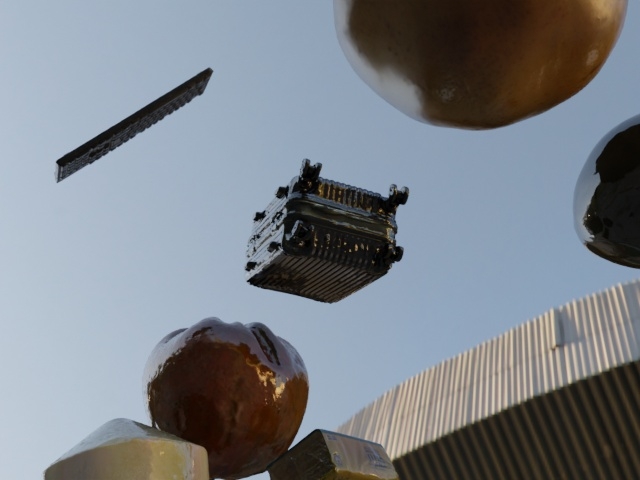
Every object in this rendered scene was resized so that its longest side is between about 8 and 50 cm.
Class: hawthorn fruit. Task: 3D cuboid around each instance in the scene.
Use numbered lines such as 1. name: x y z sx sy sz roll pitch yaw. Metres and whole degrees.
1. hawthorn fruit: -0.156 0.279 1.367 0.276 0.277 0.298 7 -106 9

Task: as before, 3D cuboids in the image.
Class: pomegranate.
1. pomegranate: 0.216 -0.340 1.175 0.416 0.417 0.417 5 -64 10

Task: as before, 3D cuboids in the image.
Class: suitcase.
1. suitcase: 0.000 0.000 0.584 0.086 0.059 0.126 15 -21 -16

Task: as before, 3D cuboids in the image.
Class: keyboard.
1. keyboard: -0.309 -0.193 1.409 0.018 0.309 0.101 53 -24 -1

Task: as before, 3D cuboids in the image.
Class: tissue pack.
1. tissue pack: 0.021 0.352 1.258 0.120 0.082 0.169 -40 -40 19

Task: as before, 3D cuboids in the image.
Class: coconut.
1. coconut: -0.259 0.357 1.122 0.239 0.244 0.239 -6 -29 -4

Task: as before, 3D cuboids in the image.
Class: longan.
1. longan: 0.463 -0.068 1.160 0.248 0.248 0.248 5 -64 10
